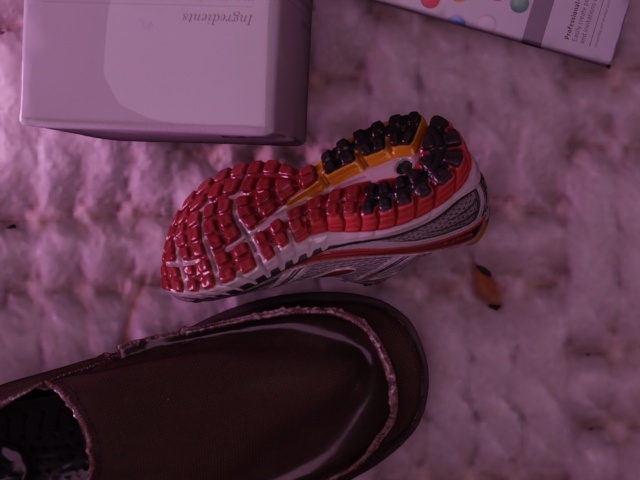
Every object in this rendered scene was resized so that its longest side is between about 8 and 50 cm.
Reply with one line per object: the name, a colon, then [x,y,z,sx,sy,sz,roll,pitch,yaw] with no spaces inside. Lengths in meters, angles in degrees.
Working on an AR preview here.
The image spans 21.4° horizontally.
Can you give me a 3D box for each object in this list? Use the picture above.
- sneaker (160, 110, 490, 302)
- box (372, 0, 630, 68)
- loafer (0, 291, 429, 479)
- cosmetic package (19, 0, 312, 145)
sneaker: [0.000,0.000,1.049,0.225,0.093,0.088,-14,52,24]
box: [0.111,-0.202,1.056,0.186,0.038,0.145,17,93,7]
loafer: [-0.110,0.129,1.046,0.366,0.130,0.134,-18,89,7]
cosmetic package: [-0.086,-0.152,1.025,0.151,0.151,0.183,3,91,7]
